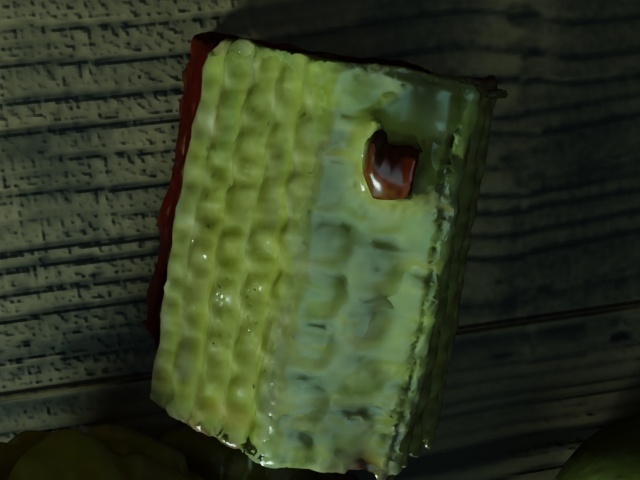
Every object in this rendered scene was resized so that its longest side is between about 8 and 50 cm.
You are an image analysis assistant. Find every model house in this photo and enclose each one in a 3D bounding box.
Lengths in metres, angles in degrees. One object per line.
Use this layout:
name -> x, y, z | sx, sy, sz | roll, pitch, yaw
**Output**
model house -> 0.000, 0.000, 0.623 | 0.160, 0.254, 0.196 | 9, 98, -9

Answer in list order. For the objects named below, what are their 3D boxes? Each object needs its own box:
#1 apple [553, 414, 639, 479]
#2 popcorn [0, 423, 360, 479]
apple -> 0.218, 0.200, 0.744 | 0.200, 0.200, 0.200 | -2, 101, -11
popcorn -> -0.116, 0.216, 0.671 | 0.332, 0.225, 0.265 | -41, 119, -23
